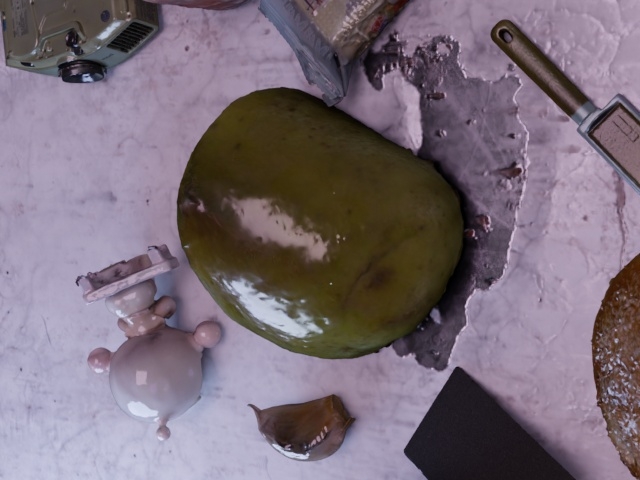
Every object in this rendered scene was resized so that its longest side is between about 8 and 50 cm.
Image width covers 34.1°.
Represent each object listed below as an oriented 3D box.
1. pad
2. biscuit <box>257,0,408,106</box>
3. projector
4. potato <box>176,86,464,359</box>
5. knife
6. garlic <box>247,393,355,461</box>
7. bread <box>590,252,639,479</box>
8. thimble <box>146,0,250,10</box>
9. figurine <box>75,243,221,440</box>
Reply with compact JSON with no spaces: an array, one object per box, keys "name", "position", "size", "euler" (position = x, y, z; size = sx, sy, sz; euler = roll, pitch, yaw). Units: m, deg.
[{"name":"pad","position":[0.193,0.265,1.217],"size":[0.211,0.003,0.143],"euler":[45,116,38]},{"name":"biscuit","position":[0.058,-0.330,1.249],"size":[0.309,0.079,0.186],"euler":[-45,68,25]},{"name":"projector","position":[-0.360,-0.329,1.514],"size":[0.269,0.088,0.194],"euler":[-11,85,33]},{"name":"potato","position":[0.000,0.000,1.231],"size":[0.280,0.212,0.330],"euler":[15,103,32]},{"name":"knife","position":[0.309,-0.130,1.130],"size":[0.061,0.027,0.343],"euler":[-47,69,22]},{"name":"garlic","position":[-0.023,0.249,1.357],"size":[0.152,0.066,0.084],"euler":[-15,58,29]},{"name":"bread","position":[0.386,0.138,0.994],"size":[0.305,0.158,0.306],"euler":[16,113,43]},{"name":"thimble","position":[-0.157,-0.413,1.331],"size":[0.239,0.162,0.239],"euler":[2,94,33]},{"name":"figurine","position":[-0.231,0.143,1.444],"size":[0.144,0.182,0.257],"euler":[155,95,-74]}]
